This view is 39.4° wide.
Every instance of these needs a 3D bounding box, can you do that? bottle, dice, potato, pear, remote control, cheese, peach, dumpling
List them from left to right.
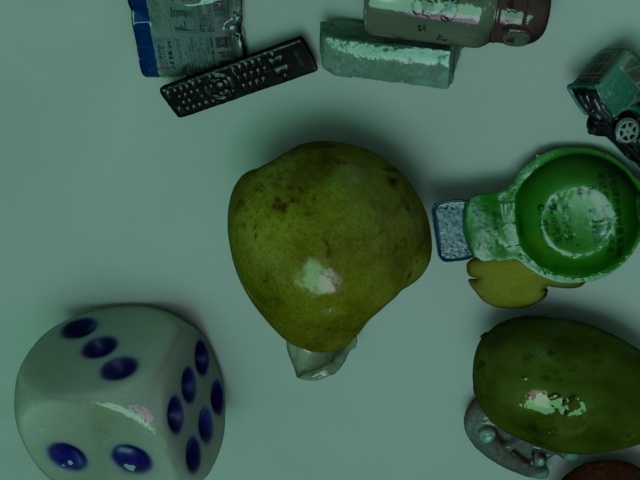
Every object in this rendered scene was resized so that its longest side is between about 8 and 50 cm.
[{"bbox_3d":[-0.369,0.311,1.693,0.304,0.277,0.304,-3,124,16],"label":"dice"},{"bbox_3d":[-0.123,-0.240,1.320,0.245,0.025,0.063,-14,129,20],"label":"remote control"},{"bbox_3d":[0.000,0.000,1.331,0.303,0.304,0.304,8,129,9],"label":"pear"},{"bbox_3d":[0.001,0.170,1.591,0.127,0.108,0.188,-4,116,-13],"label":"dumpling"},{"bbox_3d":[0.177,-0.305,1.151,0.233,0.110,0.110,10,130,8],"label":"bottle"},{"bbox_3d":[0.327,-0.032,1.316,0.320,0.083,0.204,-7,100,14],"label":"cheese"},{"bbox_3d":[0.399,0.235,1.460,0.304,0.216,0.216,10,130,-3],"label":"potato"},{"bbox_3d":[0.522,0.515,1.653,0.232,0.233,0.233,8,129,9],"label":"peach"}]

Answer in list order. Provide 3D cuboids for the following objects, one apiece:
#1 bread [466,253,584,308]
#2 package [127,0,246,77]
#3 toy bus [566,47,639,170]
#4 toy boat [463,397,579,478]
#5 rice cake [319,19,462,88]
[{"bbox_3d":[0.329,0.049,1.429,0.187,0.065,0.149,-3,137,14],"label":"bread"},{"bbox_3d":[-0.193,-0.309,1.305,0.173,0.027,0.171,6,132,10],"label":"package"},{"bbox_3d":[0.449,-0.141,1.207,0.261,0.091,0.109,40,88,-19],"label":"toy bus"},{"bbox_3d":[0.366,0.372,1.657,0.227,0.085,0.155,36,129,-14],"label":"toy boat"},{"bbox_3d":[0.097,-0.258,1.240,0.206,0.063,0.069,11,132,7],"label":"rice cake"}]
